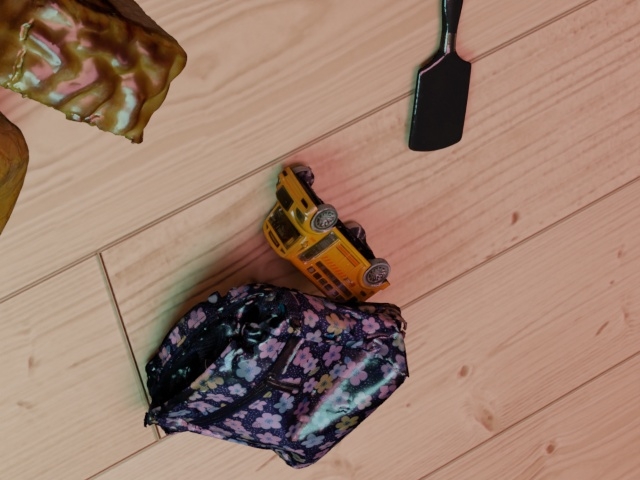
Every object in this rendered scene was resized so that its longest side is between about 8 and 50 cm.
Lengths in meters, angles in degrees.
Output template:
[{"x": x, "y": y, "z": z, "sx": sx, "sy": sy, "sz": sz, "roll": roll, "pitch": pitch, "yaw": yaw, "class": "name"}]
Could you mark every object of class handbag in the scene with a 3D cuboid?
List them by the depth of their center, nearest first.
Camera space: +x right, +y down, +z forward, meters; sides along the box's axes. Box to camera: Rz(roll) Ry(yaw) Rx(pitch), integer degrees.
[{"x": -0.049, "y": 0.123, "z": 1.837, "sx": 0.208, "sy": 0.126, "sz": 0.229, "roll": 21, "pitch": 133, "yaw": -31, "class": "handbag"}]

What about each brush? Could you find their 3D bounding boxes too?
[{"x": 0.120, "y": -0.173, "z": 1.851, "sx": 0.063, "sy": 0.016, "sz": 0.193, "roll": -13, "pitch": 126, "yaw": -29, "class": "brush"}]

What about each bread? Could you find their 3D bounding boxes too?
[{"x": -0.206, "y": -0.166, "z": 1.482, "sx": 0.181, "sy": 0.222, "sz": 0.096, "roll": 22, "pitch": 103, "yaw": -38, "class": "bread"}]

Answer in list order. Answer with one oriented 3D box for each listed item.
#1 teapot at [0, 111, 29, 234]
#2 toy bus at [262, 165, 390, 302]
[{"x": -0.346, "y": -0.030, "z": 1.525, "sx": 0.311, "sy": 0.167, "sz": 0.203, "roll": -62, "pitch": 178, "yaw": 36, "class": "teapot"}, {"x": 0.000, "y": 0.000, "z": 1.845, "sx": 0.074, "sy": 0.069, "sz": 0.162, "roll": -38, "pitch": 137, "yaw": 6, "class": "toy bus"}]
